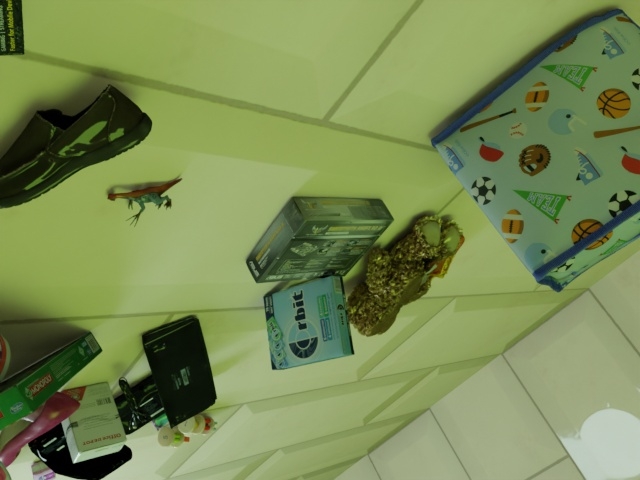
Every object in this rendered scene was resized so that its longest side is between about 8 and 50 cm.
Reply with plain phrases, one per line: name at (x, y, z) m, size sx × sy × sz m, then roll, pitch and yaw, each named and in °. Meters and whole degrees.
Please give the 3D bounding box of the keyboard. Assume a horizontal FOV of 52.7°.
keyboard at (-0.326, 0.295, 1.351) m, size 0.202 × 0.033 × 0.317 m, roll -25°, pitch 138°, yaw -23°

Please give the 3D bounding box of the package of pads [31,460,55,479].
package of pads at (-0.660, 0.551, 1.539) m, size 0.050 × 0.032 × 0.083 m, roll -13°, pitch 148°, yaw -27°

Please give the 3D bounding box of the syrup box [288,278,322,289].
syrup box at (-0.029, 0.189, 1.462) m, size 0.096 × 0.093 × 0.237 m, roll -17°, pitch 150°, yaw -24°

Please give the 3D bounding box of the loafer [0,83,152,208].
loafer at (-0.303, -0.111, 0.730) m, size 0.220 × 0.080 × 0.078 m, roll -27°, pitch 120°, yaw -2°

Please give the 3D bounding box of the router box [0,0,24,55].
router box at (-0.318, -0.231, 0.523) m, size 0.133 × 0.046 × 0.179 m, roll -13°, pitch 149°, yaw -29°

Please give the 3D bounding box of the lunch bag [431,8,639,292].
lunch bag at (0.451, -0.152, 1.089) m, size 0.385 × 0.327 × 0.239 m, roll -41°, pitch 155°, yaw 18°

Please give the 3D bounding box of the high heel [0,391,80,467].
high heel at (-0.562, 0.379, 1.269) m, size 0.117 × 0.082 × 0.244 m, roll 17°, pitch 119°, yaw -25°

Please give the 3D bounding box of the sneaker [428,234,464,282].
sneaker at (0.299, 0.051, 1.573) m, size 0.064 × 0.067 × 0.175 m, roll -2°, pitch 141°, yaw -39°

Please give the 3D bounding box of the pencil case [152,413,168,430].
pencil case at (-0.333, 0.393, 1.547) m, size 0.152 × 0.064 × 0.070 m, roll -22°, pitch 113°, yaw -12°

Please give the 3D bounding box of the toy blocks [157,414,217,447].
toy blocks at (-0.354, 0.520, 1.758) m, size 0.123 × 0.054 × 0.148 m, roll -34°, pitch 153°, yaw 8°

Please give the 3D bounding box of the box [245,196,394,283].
box at (0.000, 0.000, 1.210) m, size 0.231 × 0.056 × 0.183 m, roll -3°, pitch 142°, yaw -42°

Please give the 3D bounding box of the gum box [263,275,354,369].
gum box at (-0.028, 0.168, 1.297) m, size 0.184 × 0.157 × 0.041 m, roll -19°, pitch 162°, yaw 35°

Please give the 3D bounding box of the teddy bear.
teddy bear at (0.181, 0.069, 1.474) m, size 0.245 × 0.113 × 0.338 m, roll -13°, pitch 141°, yaw -43°

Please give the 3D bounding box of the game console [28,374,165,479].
game console at (-0.445, 0.409, 1.443) m, size 0.361 × 0.044 × 0.213 m, roll -33°, pitch 135°, yaw -1°

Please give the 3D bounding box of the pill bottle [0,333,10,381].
pill bottle at (-0.537, 0.151, 0.895) m, size 0.108 × 0.108 × 0.193 m, roll -30°, pitch 153°, yaw 1°

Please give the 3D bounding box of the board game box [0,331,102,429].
board game box at (-0.485, 0.246, 1.000) m, size 0.214 × 0.046 × 0.317 m, roll -29°, pitch -175°, yaw 0°

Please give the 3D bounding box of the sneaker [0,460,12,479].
sneaker at (-0.620, 0.365, 1.089) m, size 0.103 × 0.252 × 0.111 m, roll -52°, pitch 176°, yaw -17°

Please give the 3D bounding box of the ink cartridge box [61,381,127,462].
ink cartridge box at (-0.463, 0.365, 1.300) m, size 0.099 × 0.135 × 0.056 m, roll -3°, pitch 143°, yaw -40°

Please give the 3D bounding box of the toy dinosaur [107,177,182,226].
toy dinosaur at (-0.252, -0.065, 0.902) m, size 0.082 × 0.047 × 0.090 m, roll 26°, pitch 87°, yaw -48°
